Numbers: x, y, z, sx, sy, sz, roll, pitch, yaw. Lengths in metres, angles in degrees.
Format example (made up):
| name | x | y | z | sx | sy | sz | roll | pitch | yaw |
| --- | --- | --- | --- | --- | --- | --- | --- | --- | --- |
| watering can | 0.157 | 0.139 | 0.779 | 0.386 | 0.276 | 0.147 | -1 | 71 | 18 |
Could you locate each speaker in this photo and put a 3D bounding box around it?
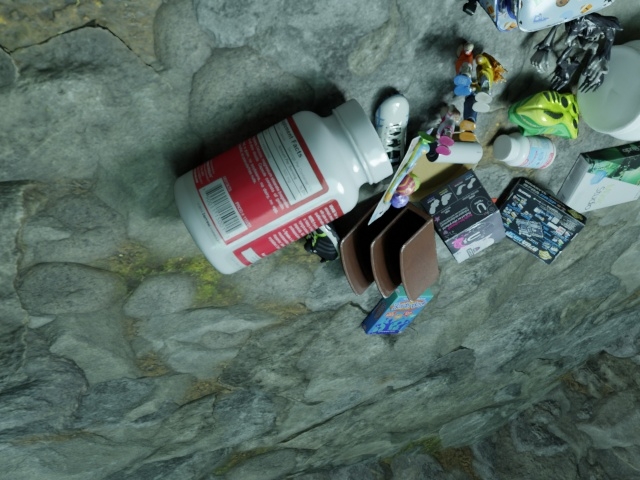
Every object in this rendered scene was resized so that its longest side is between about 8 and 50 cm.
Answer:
| name | x | y | z | sx | sy | sz | roll | pitch | yaw |
| --- | --- | --- | --- | --- | --- | --- | --- | --- | --- |
| speaker | 0.318 | -0.211 | 1.513 | 0.136 | 0.055 | 0.055 | -3 | 140 | -29 |

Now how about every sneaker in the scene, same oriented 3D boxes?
| name | x | y | z | sx | sy | sz | roll | pitch | yaw |
| --- | --- | --- | --- | --- | --- | --- | --- | --- | --- |
| sneaker | 0.555 | -0.312 | 1.566 | 0.123 | 0.110 | 0.295 | 1 | 179 | 40 |
| sneaker | 0.161 | -0.226 | 1.427 | 0.085 | 0.086 | 0.237 | -13 | 142 | -15 |
| sneaker | 0.000 | 0.000 | 1.621 | 0.097 | 0.084 | 0.235 | -28 | 145 | 5 |

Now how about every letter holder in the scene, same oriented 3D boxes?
| name | x | y | z | sx | sy | sz | roll | pitch | yaw |
| --- | --- | --- | --- | --- | --- | --- | --- | --- | --- |
| letter holder | 0.184 | 0.055 | 1.688 | 0.214 | 0.152 | 0.302 | -44 | 148 | -15 |

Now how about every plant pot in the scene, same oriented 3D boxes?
| name | x | y | z | sx | sy | sz | roll | pitch | yaw |
| --- | --- | --- | --- | --- | --- | --- | --- | --- | --- |
| plant pot | 0.293 | -0.191 | 1.602 | 0.236 | 0.032 | 0.236 | -17 | 145 | -12 |

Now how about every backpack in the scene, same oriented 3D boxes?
| name | x | y | z | sx | sy | sz | roll | pitch | yaw |
| --- | --- | --- | --- | --- | --- | --- | --- | --- | --- |
| backpack | 0.397 | -0.516 | 1.103 | 0.276 | 0.213 | 0.263 | -22 | 135 | -1 |

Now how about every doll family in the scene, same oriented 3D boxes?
| name | x | y | z | sx | sy | sz | roll | pitch | yaw |
| --- | --- | --- | --- | --- | --- | --- | --- | --- | --- |
| doll family | 0.329 | -0.308 | 1.371 | 0.118 | 0.163 | 0.263 | 12 | 141 | 3 |

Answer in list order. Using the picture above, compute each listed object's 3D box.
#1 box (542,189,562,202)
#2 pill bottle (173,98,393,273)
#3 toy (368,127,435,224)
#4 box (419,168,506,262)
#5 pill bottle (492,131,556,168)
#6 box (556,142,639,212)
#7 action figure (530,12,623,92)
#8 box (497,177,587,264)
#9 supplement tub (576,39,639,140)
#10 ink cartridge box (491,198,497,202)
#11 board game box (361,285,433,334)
| name | x | y | z | sx | sy | sz | roll | pitch | yaw |
| --- | --- | --- | --- | --- | --- | --- | --- | --- | --- |
| box | 0.676 | -0.063 | 1.926 | 0.072 | 0.126 | 0.137 | -5 | 140 | -31 |
| pill bottle | -0.071 | -0.118 | 1.296 | 0.407 | 0.229 | 0.229 | -28 | 145 | 3 |
| toy | 0.202 | -0.139 | 1.472 | 0.137 | 0.056 | 0.237 | -36 | 154 | -55 |
| box | 0.386 | -0.056 | 1.703 | 0.163 | 0.142 | 0.247 | -32 | 156 | 9 |
| pill bottle | 0.526 | -0.233 | 1.642 | 0.160 | 0.087 | 0.087 | 0 | 138 | -32 |
| box | 0.895 | -0.192 | 1.956 | 0.321 | 0.059 | 0.232 | -14 | 144 | -18 |
| action figure | 0.556 | -0.409 | 1.370 | 0.141 | 0.164 | 0.275 | -61 | 152 | -6 |
| box | 0.626 | -0.054 | 1.842 | 0.051 | 0.220 | 0.175 | -48 | 169 | -48 |
| supplement tub | 0.810 | -0.359 | 1.527 | 0.324 | 0.236 | 0.235 | -6 | 141 | -27 |
| ink cartridge box | 0.475 | -0.074 | 1.870 | 0.062 | 0.029 | 0.115 | -1 | 139 | -30 |
| board game box | 0.256 | 0.234 | 2.120 | 0.160 | 0.047 | 0.210 | 3 | 136 | -34 |
